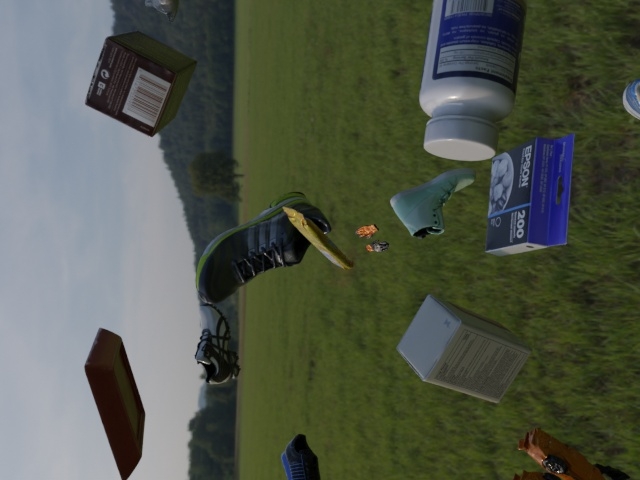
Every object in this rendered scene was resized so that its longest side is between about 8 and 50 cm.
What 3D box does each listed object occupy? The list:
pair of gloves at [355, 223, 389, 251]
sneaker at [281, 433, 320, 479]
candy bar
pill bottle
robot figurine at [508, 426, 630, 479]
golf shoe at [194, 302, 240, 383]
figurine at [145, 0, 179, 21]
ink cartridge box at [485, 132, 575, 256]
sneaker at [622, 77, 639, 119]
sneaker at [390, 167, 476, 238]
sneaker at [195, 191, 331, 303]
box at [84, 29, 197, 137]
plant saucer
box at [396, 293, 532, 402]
[{"bbox_3d":[0.128,-0.003,1.413,0.074,0.083,0.010,-17,29,45],"label":"pair of gloves"},{"bbox_3d":[-0.039,0.639,1.548,0.091,0.081,0.232,-61,37,18],"label":"sneaker"},{"bbox_3d":[0.000,0.000,0.784,0.018,0.040,0.161,-58,-40,-10],"label":"candy bar"},{"bbox_3d":[0.176,-0.196,0.670,0.112,0.111,0.187,153,127,-81],"label":"pill bottle"},{"bbox_3d":[0.529,0.526,1.146,0.211,0.291,0.085,-51,-4,-39],"label":"robot figurine"},{"bbox_3d":[-0.262,0.247,1.355,0.077,0.093,0.198,-25,84,45],"label":"golf shoe"},{"bbox_3d":[-0.345,-0.593,1.178,0.209,0.214,0.092,-42,22,31],"label":"figurine"},{"bbox_3d":[0.390,-0.083,1.074,0.208,0.045,0.207,155,125,-72],"label":"ink cartridge box"},{"bbox_3d":[0.555,-0.184,0.846,0.081,0.211,0.080,-2,-61,-61],"label":"sneaker"},{"bbox_3d":[0.340,-0.097,1.577,0.094,0.255,0.151,71,175,-67],"label":"sneaker"},{"bbox_3d":[-0.107,0.016,1.083,0.121,0.300,0.111,26,150,47],"label":"sneaker"},{"bbox_3d":[-0.416,-0.372,1.330,0.169,0.166,0.203,-61,11,22],"label":"box"},{"bbox_3d":[-0.429,0.335,1.216,0.259,0.047,0.259,-147,43,-73],"label":"plant saucer"},{"bbox_3d":[0.309,0.235,1.221,0.149,0.232,0.127,-61,29,10],"label":"box"}]
